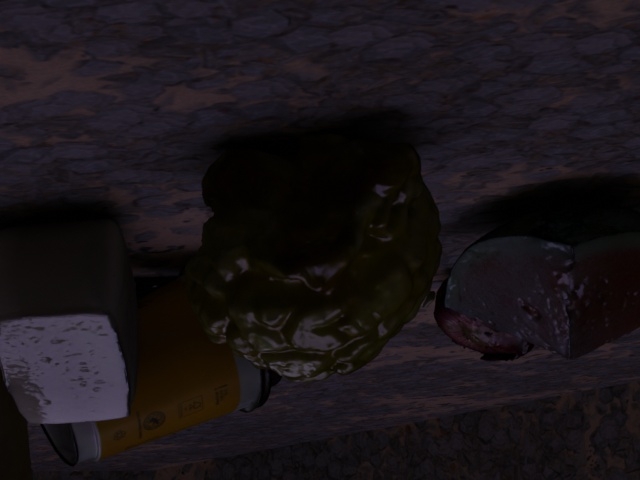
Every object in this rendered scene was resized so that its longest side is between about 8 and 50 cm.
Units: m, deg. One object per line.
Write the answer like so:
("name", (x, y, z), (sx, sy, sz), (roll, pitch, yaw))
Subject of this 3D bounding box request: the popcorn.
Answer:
("popcorn", (0.000, 0.000, 1.438), (0.237, 0.205, 0.251), (12, 131, -12))

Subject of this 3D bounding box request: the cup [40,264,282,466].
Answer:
("cup", (-0.196, 0.150, 1.847), (0.280, 0.196, 0.196), (-23, 175, -24))

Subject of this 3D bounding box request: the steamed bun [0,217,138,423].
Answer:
("steamed bun", (-0.269, 0.073, 1.651), (0.146, 0.164, 0.241), (-5, 145, -2))

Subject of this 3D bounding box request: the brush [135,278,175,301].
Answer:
("brush", (-0.160, 0.082, 2.015), (0.323, 0.051, 0.070), (5, 166, -38))

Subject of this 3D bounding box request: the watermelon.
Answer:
("watermelon", (0.301, 0.034, 1.772), (0.260, 0.176, 0.256), (-25, 180, -15))

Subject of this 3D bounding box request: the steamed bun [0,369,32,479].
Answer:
("steamed bun", (-0.424, 0.164, 1.715), (0.189, 0.427, 0.247), (2, -149, 30))

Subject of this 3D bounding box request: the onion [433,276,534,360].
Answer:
("onion", (0.236, 0.081, 2.108), (0.150, 0.140, 0.150), (23, 144, 18))
